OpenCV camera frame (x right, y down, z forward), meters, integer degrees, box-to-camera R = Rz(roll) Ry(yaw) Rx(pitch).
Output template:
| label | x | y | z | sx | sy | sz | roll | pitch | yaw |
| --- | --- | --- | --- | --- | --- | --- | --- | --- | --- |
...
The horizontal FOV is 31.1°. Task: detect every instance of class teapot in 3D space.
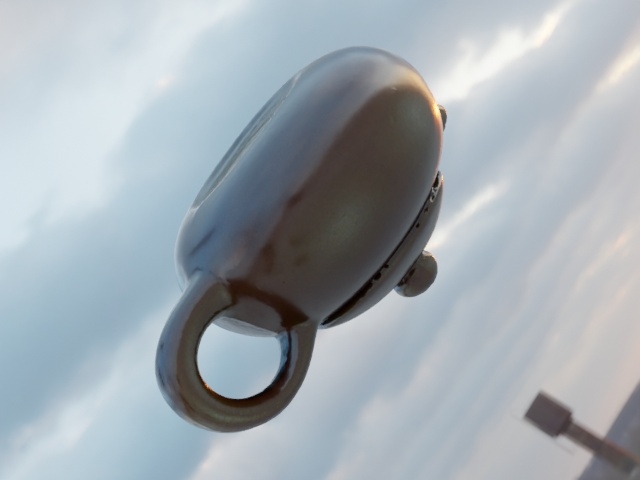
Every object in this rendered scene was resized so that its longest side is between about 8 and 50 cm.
| label | x | y | z | sx | sy | sz | roll | pitch | yaw |
| --- | --- | --- | --- | --- | --- | --- | --- | --- | --- |
| teapot | 0.000 | 0.000 | 0.623 | 0.252 | 0.135 | 0.178 | -61 | 10 | -32 |
